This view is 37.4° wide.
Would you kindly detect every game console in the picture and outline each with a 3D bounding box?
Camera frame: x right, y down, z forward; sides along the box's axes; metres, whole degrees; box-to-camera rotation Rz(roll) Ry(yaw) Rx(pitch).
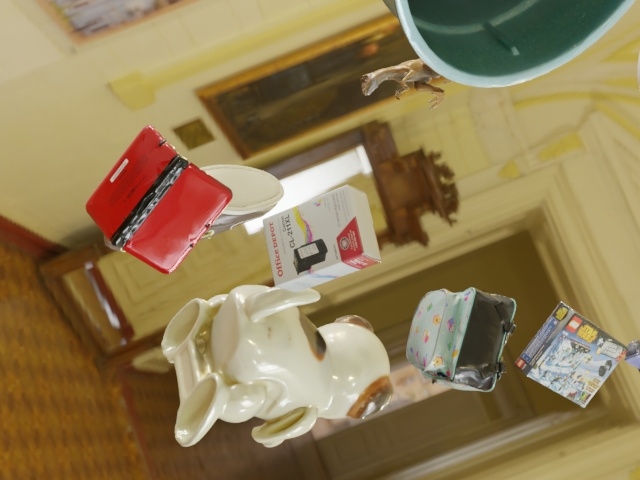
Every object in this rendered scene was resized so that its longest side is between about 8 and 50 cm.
[{"bbox_3d":[-0.208,-0.052,1.209,0.124,0.144,0.085,46,12,31],"label":"game console"}]

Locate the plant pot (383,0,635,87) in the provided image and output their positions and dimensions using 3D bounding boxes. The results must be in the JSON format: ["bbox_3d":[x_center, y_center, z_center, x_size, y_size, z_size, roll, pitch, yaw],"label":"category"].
[{"bbox_3d":[0.131,-0.383,0.961,0.334,0.341,0.341,49,-12,42],"label":"plant pot"}]

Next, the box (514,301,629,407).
[{"bbox_3d":[0.302,0.138,1.130,0.137,0.094,0.027,31,8,-40],"label":"box"}]

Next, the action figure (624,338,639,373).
[{"bbox_3d":[0.648,0.182,1.573,0.341,0.179,0.330,25,57,-42],"label":"action figure"}]

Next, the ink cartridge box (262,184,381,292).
[{"bbox_3d":[0.000,0.000,1.586,0.072,0.175,0.127,19,54,-59],"label":"ink cartridge box"}]

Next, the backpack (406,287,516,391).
[{"bbox_3d":[0.222,0.162,1.556,0.188,0.145,0.165,126,-22,-79],"label":"backpack"}]

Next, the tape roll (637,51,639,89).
[{"bbox_3d":[0.724,-0.314,1.701,0.100,0.286,0.286,-136,-156,-80],"label":"tape roll"}]

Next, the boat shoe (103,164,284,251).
[{"bbox_3d":[-0.218,-0.051,1.634,0.116,0.325,0.096,55,-37,33],"label":"boat shoe"}]

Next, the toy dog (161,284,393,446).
[{"bbox_3d":[-0.053,0.228,1.858,0.408,0.395,0.284,18,29,-34],"label":"toy dog"}]

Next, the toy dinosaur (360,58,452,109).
[{"bbox_3d":[0.162,-0.252,1.397,0.112,0.212,0.064,48,-38,42],"label":"toy dinosaur"}]
